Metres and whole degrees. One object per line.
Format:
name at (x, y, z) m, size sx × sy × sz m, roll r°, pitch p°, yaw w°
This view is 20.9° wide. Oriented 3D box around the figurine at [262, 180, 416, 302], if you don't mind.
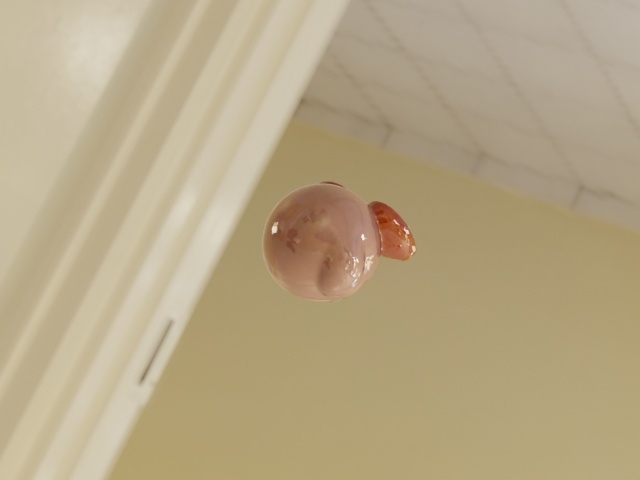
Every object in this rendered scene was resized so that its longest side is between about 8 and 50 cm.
figurine at (0.000, 0.000, 0.983) m, size 0.083 × 0.071 × 0.067 m, roll 15°, pitch 138°, yaw 45°
